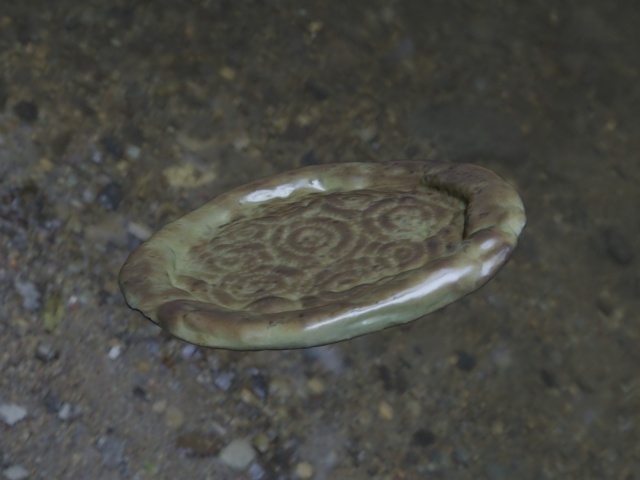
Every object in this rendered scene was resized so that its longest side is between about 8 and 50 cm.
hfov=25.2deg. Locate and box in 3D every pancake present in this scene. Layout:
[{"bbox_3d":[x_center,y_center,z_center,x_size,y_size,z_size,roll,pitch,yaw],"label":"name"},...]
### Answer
[{"bbox_3d":[0.000,0.001,0.879,0.250,0.250,0.031,-37,123,-44],"label":"pancake"}]
